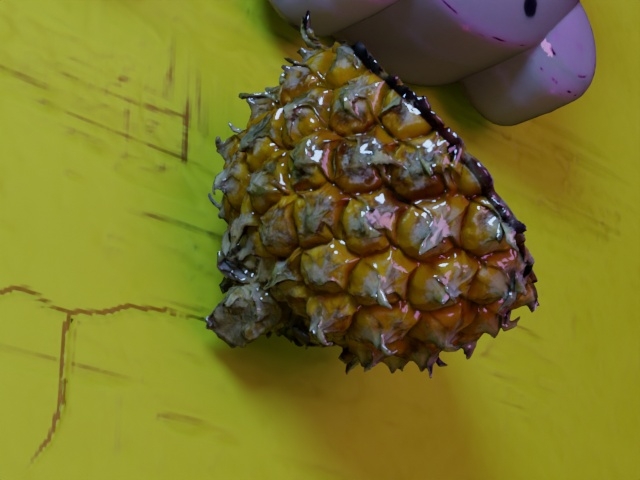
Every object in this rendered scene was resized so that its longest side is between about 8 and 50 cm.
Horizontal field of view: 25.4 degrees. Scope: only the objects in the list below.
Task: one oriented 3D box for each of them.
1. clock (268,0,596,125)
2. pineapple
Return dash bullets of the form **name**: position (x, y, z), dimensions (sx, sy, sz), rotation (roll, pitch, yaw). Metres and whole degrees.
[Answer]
- **clock**: position (0.067, -0.249, 0.868), dimensions (0.295, 0.113, 0.322), rotation (19, 61, -42)
- **pineapple**: position (0.002, 0.002, 0.679), dimensions (0.176, 0.137, 0.161), rotation (50, -6, 22)
